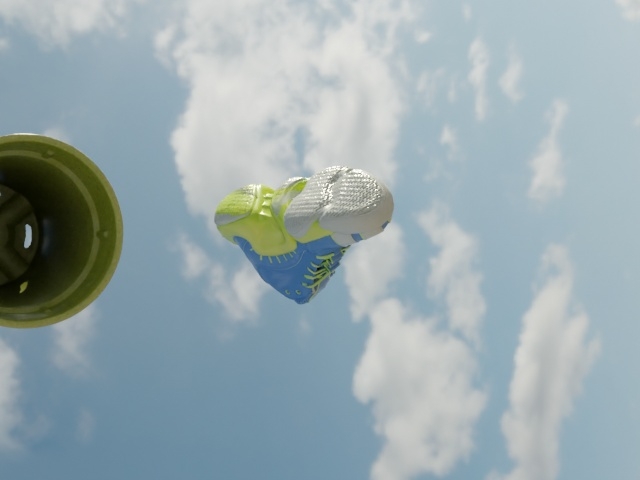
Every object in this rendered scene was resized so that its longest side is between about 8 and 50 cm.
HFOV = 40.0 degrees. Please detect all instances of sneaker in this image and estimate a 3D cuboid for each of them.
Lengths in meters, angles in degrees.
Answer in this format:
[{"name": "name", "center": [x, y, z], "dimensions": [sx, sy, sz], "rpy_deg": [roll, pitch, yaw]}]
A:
[{"name": "sneaker", "center": [0.000, 0.000, 0.869], "dimensions": [0.091, 0.240, 0.126], "rpy_deg": [-45, -61, -27]}]

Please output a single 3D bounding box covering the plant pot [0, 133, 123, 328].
[{"name": "plant pot", "center": [-0.479, -0.010, 1.339], "dimensions": [0.276, 0.253, 0.276], "rpy_deg": [1, -92, -35]}]
